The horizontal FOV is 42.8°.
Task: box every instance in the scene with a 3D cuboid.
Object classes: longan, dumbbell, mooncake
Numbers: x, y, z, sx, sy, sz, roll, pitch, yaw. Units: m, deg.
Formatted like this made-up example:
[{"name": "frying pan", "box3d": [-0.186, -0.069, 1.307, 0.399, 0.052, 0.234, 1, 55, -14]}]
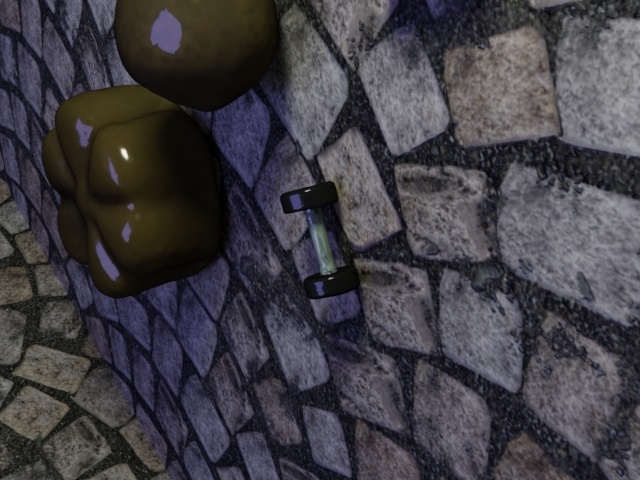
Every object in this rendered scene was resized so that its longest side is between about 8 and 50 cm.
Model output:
[{"name": "longan", "box3d": [-0.217, -0.369, 1.397, 0.350, 0.288, 0.288, 32, 130, 56]}, {"name": "dumbbell", "box3d": [0.000, 0.000, 1.410, 0.100, 0.100, 0.191, -8, 98, 57]}, {"name": "mooncake", "box3d": [-0.428, -0.111, 1.842, 0.467, 0.262, 0.467, 26, 124, 46]}]
